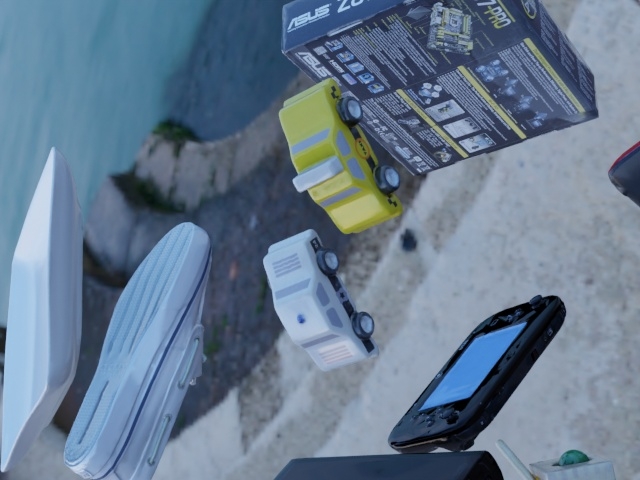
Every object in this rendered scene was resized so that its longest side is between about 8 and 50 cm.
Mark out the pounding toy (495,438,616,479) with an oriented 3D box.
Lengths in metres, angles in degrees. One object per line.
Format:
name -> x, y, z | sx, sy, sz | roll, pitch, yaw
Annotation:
pounding toy -> 0.260, 0.281, 1.372 | 0.130, 0.100, 0.141 | 97, 163, -85

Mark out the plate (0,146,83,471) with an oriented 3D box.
plate -> -0.302, 0.082, 1.388 | 0.277, 0.045, 0.278 | 127, 144, -54

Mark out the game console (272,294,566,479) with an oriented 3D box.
game console -> 0.082, 0.158, 1.048 | 0.213, 0.361, 0.044 | -12, 113, 44

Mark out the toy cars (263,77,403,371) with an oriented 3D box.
toy cars -> 0.000, 0.000, 1.561 | 0.177, 0.087, 0.393 | 22, 123, 24

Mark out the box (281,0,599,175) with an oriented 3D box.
box -> 0.179, -0.255, 1.827 | 0.318, 0.395, 0.097 | -16, 57, 29

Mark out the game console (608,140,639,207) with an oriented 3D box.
game console -> 0.636, -0.070, 1.697 | 0.342, 0.387, 0.060 | -42, 17, 32

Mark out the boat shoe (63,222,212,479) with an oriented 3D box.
boat shoe -> -0.136, 0.098, 1.057 | 0.083, 0.076, 0.226 | 4, 65, 55
